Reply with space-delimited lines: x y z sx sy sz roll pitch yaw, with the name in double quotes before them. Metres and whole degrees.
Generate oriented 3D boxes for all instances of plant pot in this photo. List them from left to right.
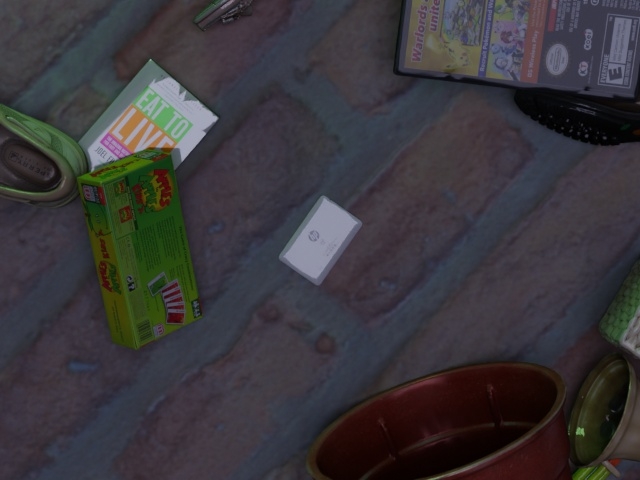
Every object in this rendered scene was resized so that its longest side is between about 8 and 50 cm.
"plant pot" 0.154 0.301 1.820 0.272 0.272 0.265 -19 105 -2

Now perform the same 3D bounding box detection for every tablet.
"tablet" 0.000 0.000 1.893 0.054 0.006 0.083 35 92 -7

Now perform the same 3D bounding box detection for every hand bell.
"hand bell" 0.392 0.218 1.868 0.242 0.126 0.126 22 94 -14

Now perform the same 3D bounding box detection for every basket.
"basket" 0.362 0.084 1.852 0.103 0.167 0.113 30 92 0

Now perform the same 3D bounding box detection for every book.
"book" -0.187 -0.104 1.858 0.096 0.035 0.144 40 94 -5

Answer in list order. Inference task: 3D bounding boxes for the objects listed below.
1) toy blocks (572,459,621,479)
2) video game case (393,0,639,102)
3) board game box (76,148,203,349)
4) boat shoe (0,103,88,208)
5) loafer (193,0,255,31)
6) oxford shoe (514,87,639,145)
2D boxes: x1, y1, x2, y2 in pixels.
"toy blocks" 0.342 0.245 1.920 0.148 0.054 0.123 -45 95 -1
"video game case" 0.212 -0.288 1.794 0.248 0.035 0.275 7 99 -1
"board game box" -0.182 0.009 1.819 0.092 0.043 0.181 -26 115 -38
"boat shoe" -0.381 -0.114 1.799 0.302 0.098 0.109 24 95 0
"loafer" -0.072 -0.251 1.844 0.125 0.045 0.039 -39 104 -2
"oxford shoe" 0.316 -0.151 1.876 0.227 0.083 0.096 8 72 -3
